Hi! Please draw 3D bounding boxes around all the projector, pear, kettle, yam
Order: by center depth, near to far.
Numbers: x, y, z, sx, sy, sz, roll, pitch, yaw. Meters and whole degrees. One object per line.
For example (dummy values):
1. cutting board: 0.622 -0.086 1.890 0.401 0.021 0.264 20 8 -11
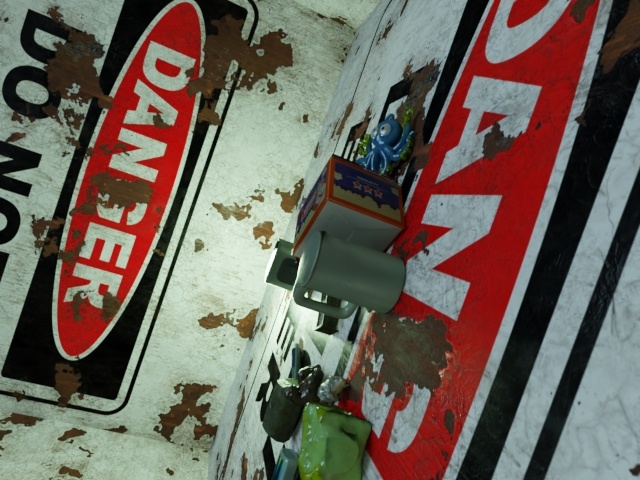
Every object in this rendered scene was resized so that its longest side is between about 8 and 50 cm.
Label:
1. pear: 0.016 0.664 1.316 0.286 0.176 0.282 146 138 -69
2. kettle: 0.088 0.122 1.434 0.265 0.317 0.205 128 154 -49
3. yam: -0.157 0.744 1.877 0.161 0.161 0.268 -142 70 -75
4. projector: -0.173 0.152 2.461 0.248 0.249 0.248 -120 50 -76

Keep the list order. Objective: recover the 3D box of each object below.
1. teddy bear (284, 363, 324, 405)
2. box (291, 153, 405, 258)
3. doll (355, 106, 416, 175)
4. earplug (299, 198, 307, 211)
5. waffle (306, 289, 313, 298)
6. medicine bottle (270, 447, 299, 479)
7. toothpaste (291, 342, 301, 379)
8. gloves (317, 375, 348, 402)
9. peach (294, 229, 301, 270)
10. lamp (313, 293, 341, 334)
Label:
1. teddy bear: -0.049 0.597 1.746 0.177 0.140 0.190 -36 16 14
2. box: 0.102 -0.082 1.635 0.349 0.318 0.257 122 162 -44
3. doll: 0.247 -0.386 1.774 0.346 0.098 0.342 -2 65 55
4. earplug: 0.044 -0.113 1.916 0.172 0.301 0.172 -160 90 -76
5. waffle: -0.060 0.295 2.353 0.078 0.016 0.085 -178 107 -79
6. medicine bottle: -0.159 0.986 1.715 0.229 0.083 0.121 -71 17 -6
7. toothpaste: -0.123 0.634 2.110 0.069 0.047 0.268 -46 30 32
8. gloves: 0.040 0.537 1.539 0.114 0.070 0.153 -50 -2 -22
9. peach: 0.000 0.000 2.167 0.362 0.201 0.258 -68 -24 -52
10. lamp: 0.051 0.249 1.866 0.089 0.090 0.326 135 149 -58
